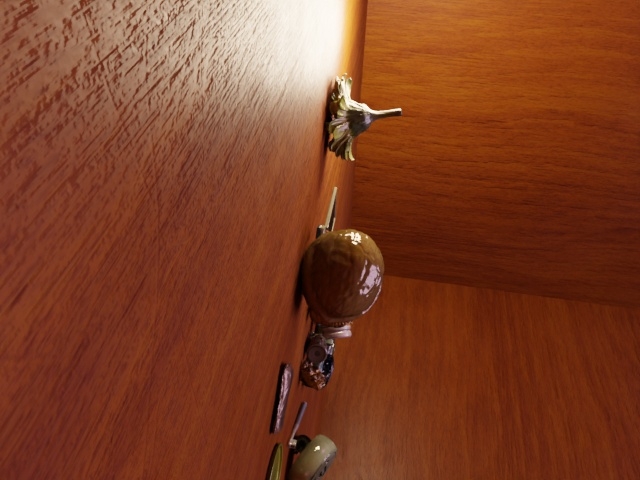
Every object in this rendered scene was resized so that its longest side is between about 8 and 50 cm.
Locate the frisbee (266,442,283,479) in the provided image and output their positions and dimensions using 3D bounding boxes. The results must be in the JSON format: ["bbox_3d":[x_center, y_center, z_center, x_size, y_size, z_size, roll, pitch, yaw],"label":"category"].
[{"bbox_3d":[-0.153,0.771,1.500,0.236,0.017,0.236,7,90,-83],"label":"frisbee"}]

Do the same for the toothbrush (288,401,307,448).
[{"bbox_3d":[-0.092,0.760,1.957,0.342,0.030,0.025,-56,157,-80],"label":"toothbrush"}]

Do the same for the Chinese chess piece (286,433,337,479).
[{"bbox_3d":[-0.034,0.935,1.957,0.250,0.101,0.250,-44,153,-29],"label":"Chinese chess piece"}]

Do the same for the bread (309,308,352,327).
[{"bbox_3d":[0.051,0.266,1.936,0.199,0.199,0.104,-71,163,-60],"label":"bread"}]

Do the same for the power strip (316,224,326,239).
[{"bbox_3d":[0.000,0.000,1.892,0.056,0.032,0.123,-59,155,-77],"label":"power strip"}]

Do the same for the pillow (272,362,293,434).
[{"bbox_3d":[-0.115,0.483,1.444,0.135,0.034,0.211,88,12,-76],"label":"pillow"}]

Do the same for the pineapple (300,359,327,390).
[{"bbox_3d":[-0.041,0.550,1.934,0.137,0.116,0.069,55,46,-11],"label":"pineapple"}]

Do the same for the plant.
[{"bbox_3d":[0.125,-0.484,1.797,0.261,0.297,0.306,-123,-168,-51],"label":"plant"}]

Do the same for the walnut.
[{"bbox_3d":[0.073,0.121,1.602,0.333,0.332,0.333,7,90,-84],"label":"walnut"}]

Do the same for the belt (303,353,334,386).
[{"bbox_3d":[-0.007,0.583,2.112,0.198,0.078,0.151,-31,123,-58],"label":"belt"}]

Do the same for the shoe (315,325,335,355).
[{"bbox_3d":[0.017,0.443,2.291,0.293,0.109,0.149,-74,159,-43],"label":"shoe"}]

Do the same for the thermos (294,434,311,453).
[{"bbox_3d":[-0.075,0.909,2.088,0.188,0.073,0.083,83,14,-66],"label":"thermos"}]

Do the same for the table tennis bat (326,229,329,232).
[{"bbox_3d":[0.033,0.031,2.053,0.220,0.019,0.130,114,-45,-68],"label":"table tennis bat"}]

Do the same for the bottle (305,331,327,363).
[{"bbox_3d":[-0.018,0.451,2.019,0.152,0.098,0.099,-91,-173,-74],"label":"bottle"}]

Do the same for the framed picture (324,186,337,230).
[{"bbox_3d":[0.048,-0.088,2.281,0.211,0.020,0.290,91,8,-46],"label":"framed picture"}]

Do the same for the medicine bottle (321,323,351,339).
[{"bbox_3d":[0.061,0.316,2.120,0.133,0.133,0.250,69,15,-77],"label":"medicine bottle"}]
